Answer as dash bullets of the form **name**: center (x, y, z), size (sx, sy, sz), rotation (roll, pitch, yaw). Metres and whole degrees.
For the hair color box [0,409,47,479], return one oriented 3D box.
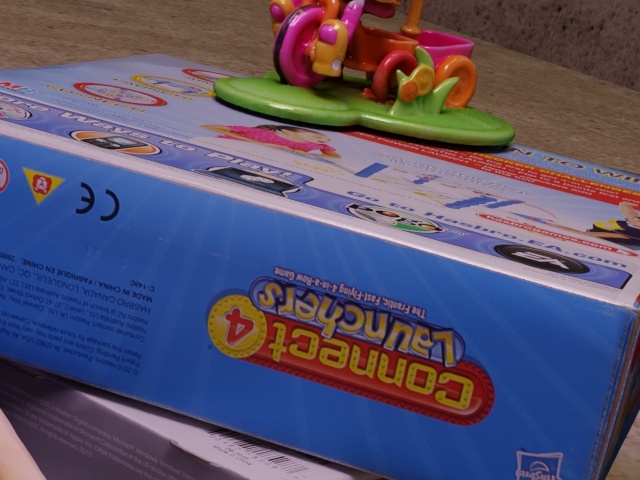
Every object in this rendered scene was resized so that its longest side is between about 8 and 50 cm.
- **hair color box**: center (-0.229, 0.038, 0.534), size (0.185, 0.110, 0.339), rotation (1, 34, -40)

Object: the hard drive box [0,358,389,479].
- **hard drive box**: center (-0.017, 0.095, 0.711), size (0.181, 0.089, 0.232), rotation (22, 16, 36)

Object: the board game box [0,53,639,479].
- **board game box**: center (0.000, 0.000, 0.740), size (0.308, 0.086, 0.302), rotation (16, 12, 15)

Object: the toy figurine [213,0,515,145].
- **toy figurine**: center (0.034, -0.138, 0.813), size (0.130, 0.159, 0.173), rotation (23, 17, 41)

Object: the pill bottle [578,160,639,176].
- **pill bottle**: center (0.181, 0.013, 1.160), size (0.245, 0.130, 0.130), rotation (12, 13, -7)
